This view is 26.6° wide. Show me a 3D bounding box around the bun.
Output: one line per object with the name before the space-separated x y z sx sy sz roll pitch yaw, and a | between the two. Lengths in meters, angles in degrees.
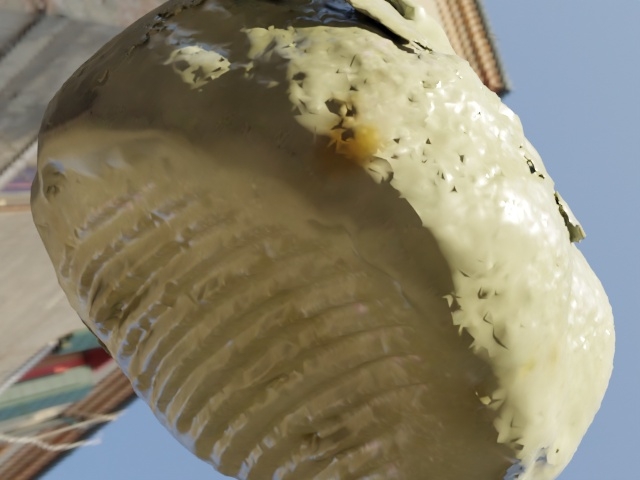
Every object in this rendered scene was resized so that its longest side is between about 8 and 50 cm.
bun | 0.000 0.000 0.524 0.239 0.141 0.239 24 -41 22
